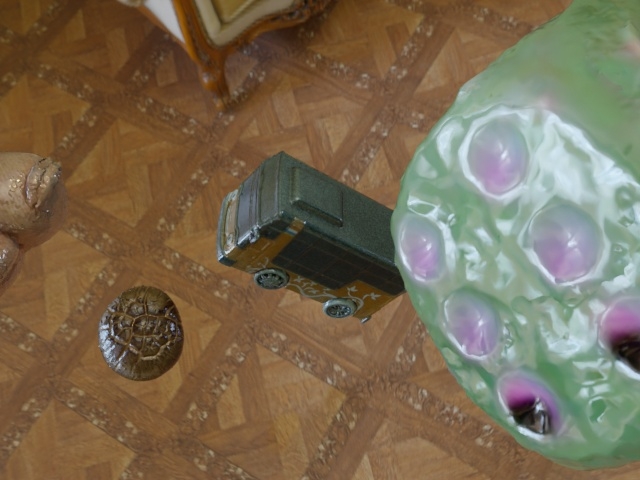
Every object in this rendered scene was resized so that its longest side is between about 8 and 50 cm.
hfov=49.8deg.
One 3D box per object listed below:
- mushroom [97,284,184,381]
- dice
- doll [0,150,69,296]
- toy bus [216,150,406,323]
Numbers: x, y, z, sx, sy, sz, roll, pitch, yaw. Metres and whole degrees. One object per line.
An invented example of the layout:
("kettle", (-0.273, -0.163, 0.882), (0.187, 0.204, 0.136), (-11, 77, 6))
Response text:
("mushroom", (-0.238, 0.124, 0.927), (0.109, 0.085, 0.126), (-23, 85, -41))
("dice", (0.279, -0.011, 0.622), (0.330, 0.318, 0.322), (-16, 65, -36))
("doll", (-0.427, 0.014, 0.807), (0.156, 0.201, 0.303), (39, 70, -23))
("toy bus", (0.000, 0.000, 1.013), (0.275, 0.167, 0.139), (25, 46, -28))
